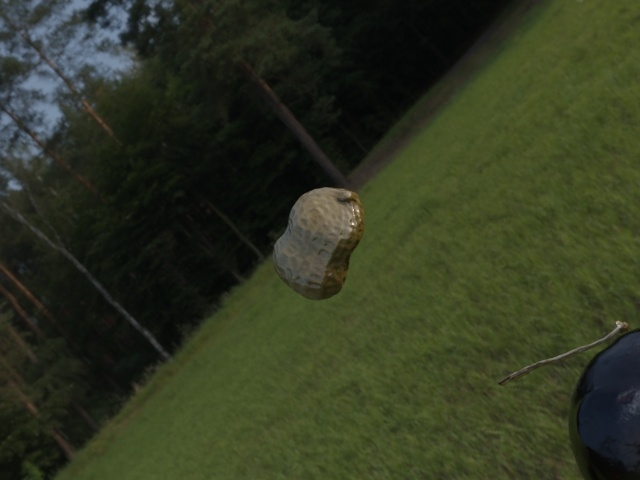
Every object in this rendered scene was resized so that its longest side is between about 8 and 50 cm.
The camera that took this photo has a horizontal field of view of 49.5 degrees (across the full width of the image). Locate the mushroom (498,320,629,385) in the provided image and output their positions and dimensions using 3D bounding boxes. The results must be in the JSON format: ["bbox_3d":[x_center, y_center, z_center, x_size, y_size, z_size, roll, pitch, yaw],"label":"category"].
[{"bbox_3d":[0.470,0.228,1.361,0.286,0.026,0.028,-35,-21,27],"label":"mushroom"}]

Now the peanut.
[{"bbox_3d":[0.000,0.000,1.385,0.110,0.197,0.233,9,-72,-44],"label":"peanut"}]

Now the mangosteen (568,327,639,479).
[{"bbox_3d":[0.467,0.238,0.897,0.233,0.287,0.287,-30,12,50],"label":"mangosteen"}]
